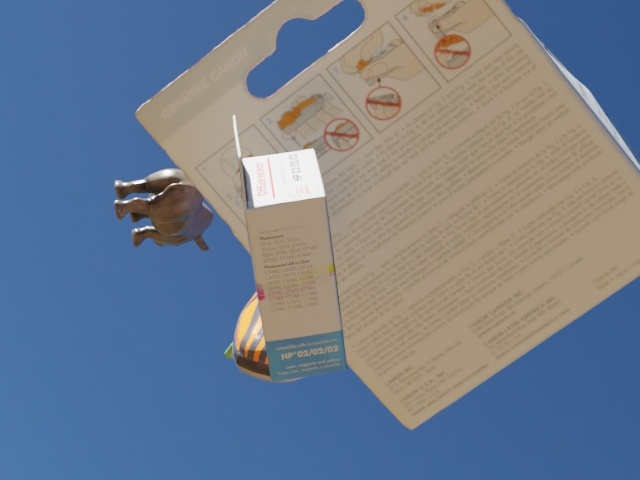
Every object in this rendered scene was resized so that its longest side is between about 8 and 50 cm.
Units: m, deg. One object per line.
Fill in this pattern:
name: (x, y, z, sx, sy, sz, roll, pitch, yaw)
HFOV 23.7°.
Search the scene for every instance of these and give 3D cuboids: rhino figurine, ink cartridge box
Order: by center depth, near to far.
ink cartridge box: (-0.023, 0.000, 1.149, 0.062, 0.104, 0.181, -9, -66, -2)
ink cartridge box: (0.081, -0.064, 1.312, 0.308, 0.091, 0.385, -36, -73, 16)
rhino figurine: (-0.193, -0.029, 1.969, 0.106, 0.073, 0.243, -11, -17, 1)

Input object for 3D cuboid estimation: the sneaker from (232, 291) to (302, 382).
sneaker: (0.000, 0.000, 1.631, 0.125, 0.321, 0.180, 17, -49, 18)

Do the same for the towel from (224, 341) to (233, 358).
towel: (-0.053, 0.119, 2.125, 0.113, 0.023, 0.152, 16, -52, -29)
